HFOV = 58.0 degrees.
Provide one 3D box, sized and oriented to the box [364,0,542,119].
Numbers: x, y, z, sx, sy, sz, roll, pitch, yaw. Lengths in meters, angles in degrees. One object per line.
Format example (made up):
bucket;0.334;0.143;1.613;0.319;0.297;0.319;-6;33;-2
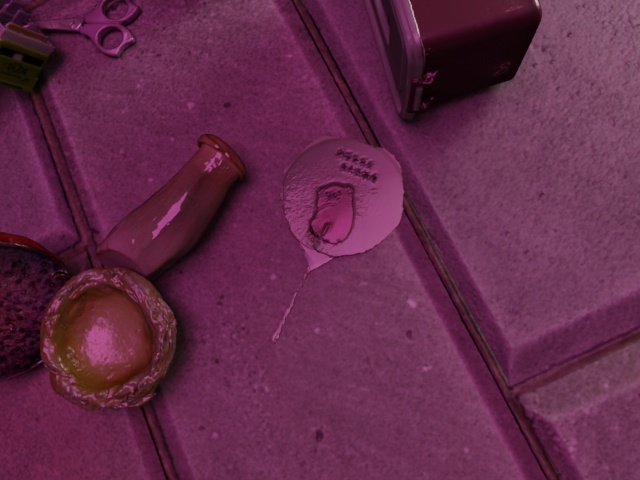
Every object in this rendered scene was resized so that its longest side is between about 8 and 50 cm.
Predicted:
box;0.151;-0.325;0.742;0.168;0.193;0.293;-15;76;3

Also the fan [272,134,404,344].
fan;0.000;0.000;0.793;0.182;0.010;0.309;22;83;15

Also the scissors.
scissors;-0.396;-0.350;0.942;0.213;0.021;0.110;3;82;12

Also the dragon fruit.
dragon fruit;-0.464;0.073;0.795;0.148;0.224;0.218;35;126;44

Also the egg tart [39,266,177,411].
egg tart;-0.277;0.129;0.779;0.197;0.078;0.196;0;86;6

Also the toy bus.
toy bus;-0.547;-0.378;0.920;0.139;0.113;0.301;-46;73;17

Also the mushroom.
mushroom;-0.202;-0.034;0.799;0.247;0.108;0.096;-47;114;1
